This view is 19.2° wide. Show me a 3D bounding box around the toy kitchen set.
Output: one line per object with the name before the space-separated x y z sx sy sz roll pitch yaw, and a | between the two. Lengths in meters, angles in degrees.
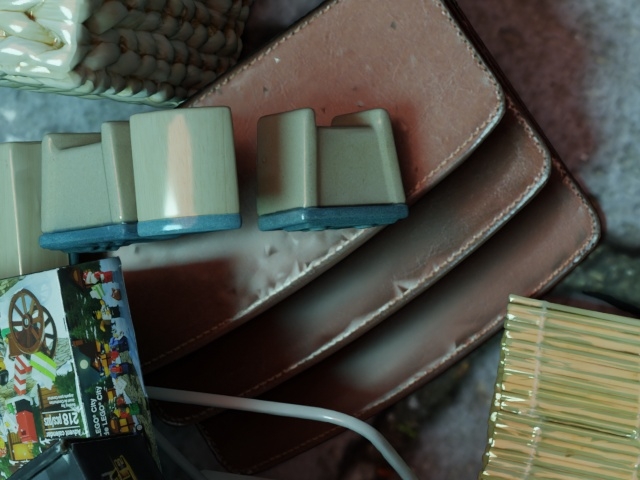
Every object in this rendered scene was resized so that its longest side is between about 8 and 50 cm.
toy kitchen set | -0.078 -0.004 1.094 0.207 0.166 0.122 -6 88 48

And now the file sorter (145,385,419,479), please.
file sorter | -0.059 0.241 1.098 0.193 0.173 0.277 5 61 27

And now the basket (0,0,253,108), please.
basket | -0.211 -0.231 1.163 0.331 0.328 0.266 8 92 14

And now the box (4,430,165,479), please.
box | -0.144 0.294 0.943 0.293 0.073 0.295 -36 74 22

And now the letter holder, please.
letter holder | 0.000 0.000 1.183 0.302 0.152 0.214 -34 81 9

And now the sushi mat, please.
sushi mat | 0.257 0.137 1.166 0.317 0.019 0.151 11 88 9

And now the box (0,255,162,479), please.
box | -0.181 0.102 1.064 0.233 0.044 0.159 -11 90 48
